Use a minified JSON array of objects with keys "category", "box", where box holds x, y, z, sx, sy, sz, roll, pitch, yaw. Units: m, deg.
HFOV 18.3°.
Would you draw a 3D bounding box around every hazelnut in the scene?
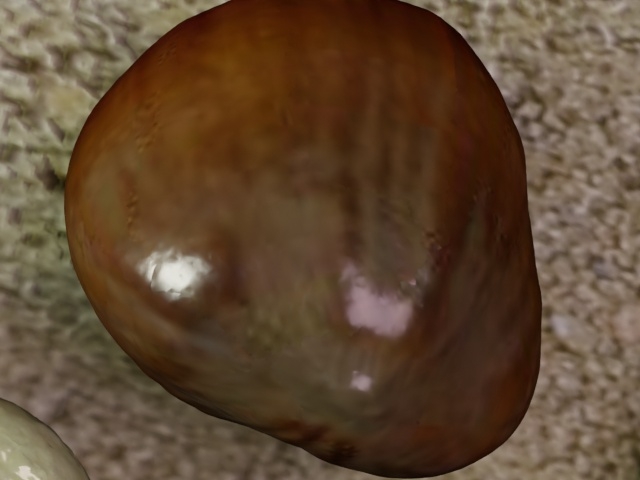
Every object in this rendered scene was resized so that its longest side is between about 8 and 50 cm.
[{"category":"hazelnut","box":[0.007,-0.007,0.796,0.210,0.210,0.186,33,74,-21]}]

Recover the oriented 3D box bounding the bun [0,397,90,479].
[{"category":"bun","box":[-0.169,0.140,0.740,0.164,0.111,0.188,35,71,-1]}]
